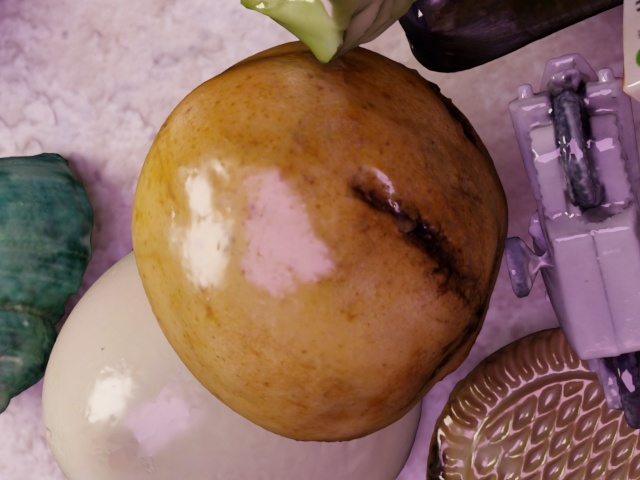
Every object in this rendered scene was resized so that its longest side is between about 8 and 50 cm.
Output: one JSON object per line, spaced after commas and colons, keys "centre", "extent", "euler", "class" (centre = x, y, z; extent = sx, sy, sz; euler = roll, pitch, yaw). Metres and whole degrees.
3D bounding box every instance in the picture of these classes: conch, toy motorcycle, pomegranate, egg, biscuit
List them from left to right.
{"centre": [-0.266, 0.045, 1.380], "extent": [0.196, 0.134, 0.202], "euler": [-15, 89, 35], "class": "conch"}
{"centre": [-0.072, 0.123, 1.324], "extent": [0.286, 0.174, 0.264], "euler": [-6, 100, 13], "class": "egg"}
{"centre": [0.000, 0.000, 1.161], "extent": [0.260, 0.260, 0.260], "euler": [2, 99, 15], "class": "pomegranate"}
{"centre": [0.181, -0.008, 1.181], "extent": [0.110, 0.171, 0.260], "euler": [-12, 126, 11], "class": "toy motorcycle"}
{"centre": [0.203, 0.181, 1.304], "extent": [0.259, 0.079, 0.259], "euler": [2, 99, 15], "class": "biscuit"}

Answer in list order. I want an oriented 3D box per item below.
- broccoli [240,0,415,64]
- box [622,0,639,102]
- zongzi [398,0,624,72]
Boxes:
{"centre": [-0.108, -0.268, 1.165], "extent": [0.397, 0.353, 0.275], "euler": [13, 141, 3], "class": "broccoli"}
{"centre": [0.347, -0.104, 1.101], "extent": [0.221, 0.274, 0.091], "euler": [-24, 50, 44], "class": "box"}
{"centre": [0.193, -0.366, 1.192], "extent": [0.403, 0.208, 0.432], "euler": [-16, 74, 8], "class": "zongzi"}
